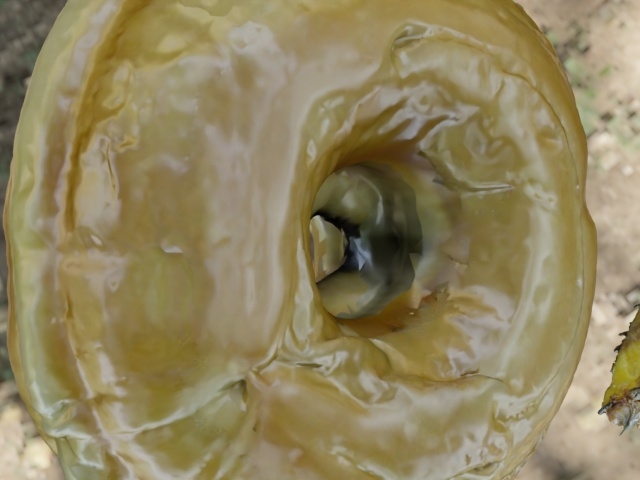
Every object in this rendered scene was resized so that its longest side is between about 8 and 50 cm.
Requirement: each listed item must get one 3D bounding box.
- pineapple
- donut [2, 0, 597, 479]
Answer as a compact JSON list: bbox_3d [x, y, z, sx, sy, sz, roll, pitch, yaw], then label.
[{"bbox_3d":[0.493,0.128,2.319,0.158,0.334,0.161,-29,112,40],"label":"pineapple"},{"bbox_3d":[0.000,0.000,1.117,0.448,0.198,0.449,-1,91,-42],"label":"donut"}]
